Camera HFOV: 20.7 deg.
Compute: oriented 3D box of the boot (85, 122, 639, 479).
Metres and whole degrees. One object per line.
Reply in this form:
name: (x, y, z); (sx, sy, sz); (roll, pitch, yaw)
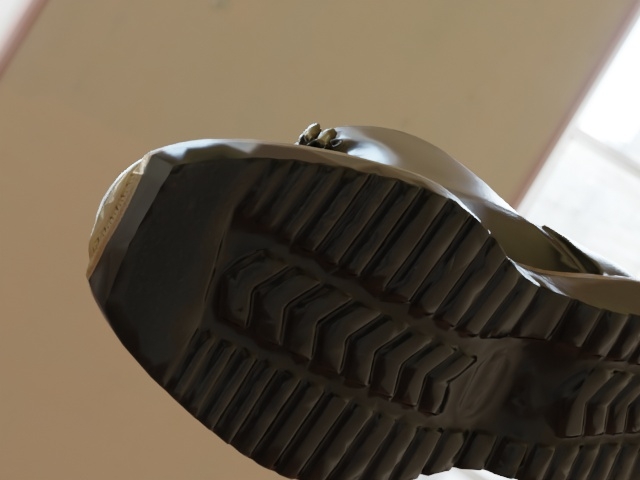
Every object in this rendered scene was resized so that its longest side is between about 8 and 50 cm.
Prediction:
boot: (0.000, 0.000, 0.463); (0.198, 0.077, 0.137); (24, 14, -43)
